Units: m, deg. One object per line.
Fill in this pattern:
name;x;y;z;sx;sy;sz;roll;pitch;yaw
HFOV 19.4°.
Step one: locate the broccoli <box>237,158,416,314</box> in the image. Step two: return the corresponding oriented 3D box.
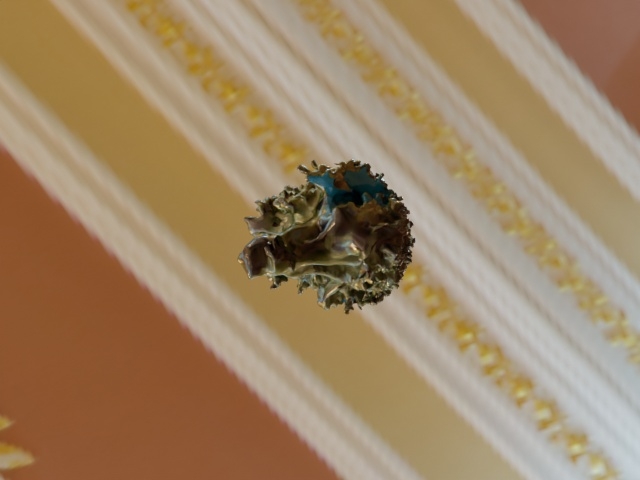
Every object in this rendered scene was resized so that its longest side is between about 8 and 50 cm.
broccoli;0.000;0.000;1.688;0.160;0.154;0.167;-13;-126;-45
